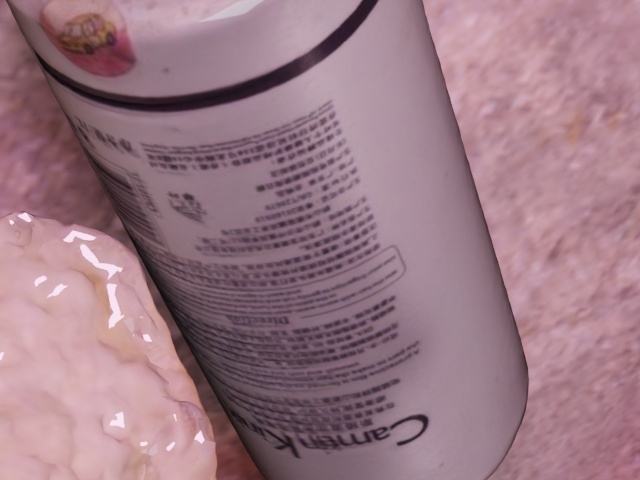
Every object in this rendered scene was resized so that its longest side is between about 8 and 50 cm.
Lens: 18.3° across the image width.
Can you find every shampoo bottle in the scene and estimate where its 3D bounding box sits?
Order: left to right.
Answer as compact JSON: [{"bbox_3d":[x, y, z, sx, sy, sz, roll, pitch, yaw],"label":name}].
[{"bbox_3d":[0.000,0.000,0.502,0.085,0.085,0.262,-29,141,-5],"label":"shampoo bottle"}]

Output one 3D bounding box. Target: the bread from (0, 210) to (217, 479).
[{"bbox_3d":[-0.179,0.115,0.415,0.314,0.171,0.192,-15,156,-40],"label":"bread"}]
